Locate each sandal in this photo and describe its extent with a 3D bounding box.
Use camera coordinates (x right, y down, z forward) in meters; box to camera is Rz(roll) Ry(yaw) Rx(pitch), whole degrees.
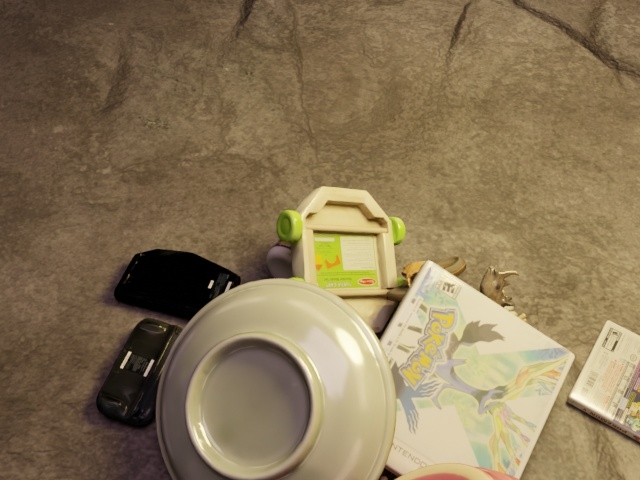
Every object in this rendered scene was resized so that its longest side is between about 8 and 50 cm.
[{"bbox_3d":[0.192,0.060,1.359,0.090,0.060,0.219,-6,15,47],"label":"sandal"}]

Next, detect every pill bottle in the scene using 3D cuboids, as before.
[{"bbox_3d":[0.000,0.000,1.447,0.117,0.117,0.215,29,54,20],"label":"pill bottle"}]

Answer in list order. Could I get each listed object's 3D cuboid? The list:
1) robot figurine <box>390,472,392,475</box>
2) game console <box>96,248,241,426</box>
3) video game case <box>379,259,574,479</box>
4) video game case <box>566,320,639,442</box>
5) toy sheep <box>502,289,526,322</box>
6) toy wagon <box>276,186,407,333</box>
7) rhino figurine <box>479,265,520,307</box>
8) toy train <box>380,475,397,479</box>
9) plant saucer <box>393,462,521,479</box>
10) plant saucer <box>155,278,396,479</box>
[{"bbox_3d":[0.114,0.324,1.214,0.101,0.067,0.115,-29,53,9],"label":"robot figurine"},{"bbox_3d":[-0.299,0.163,1.347,0.213,0.044,0.361,13,50,10],"label":"game console"},{"bbox_3d":[0.220,0.244,1.196,0.299,0.036,0.329,33,69,-1],"label":"video game case"},{"bbox_3d":[0.562,0.257,1.322,0.183,0.023,0.201,28,53,20],"label":"video game case"},{"bbox_3d":[0.321,0.142,1.365,0.091,0.091,0.132,-26,60,-22],"label":"toy sheep"},{"bbox_3d":[0.047,0.077,1.345,0.267,0.068,0.345,2,79,-38],"label":"toy wagon"},{"bbox_3d":[0.251,0.130,1.308,0.243,0.073,0.106,-38,87,10],"label":"rhino figurine"},{"bbox_3d":[0.097,0.445,1.131,0.166,0.046,0.125,-34,44,-21],"label":"toy train"},{"bbox_3d":[0.134,0.404,0.950,0.332,0.332,0.084,-41,106,-30],"label":"plant saucer"},{"bbox_3d":[-0.090,0.250,1.117,0.400,0.100,0.401,-4,77,19],"label":"plant saucer"}]
